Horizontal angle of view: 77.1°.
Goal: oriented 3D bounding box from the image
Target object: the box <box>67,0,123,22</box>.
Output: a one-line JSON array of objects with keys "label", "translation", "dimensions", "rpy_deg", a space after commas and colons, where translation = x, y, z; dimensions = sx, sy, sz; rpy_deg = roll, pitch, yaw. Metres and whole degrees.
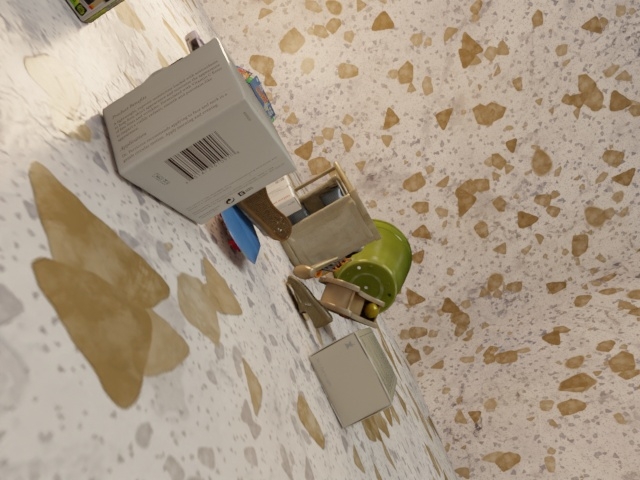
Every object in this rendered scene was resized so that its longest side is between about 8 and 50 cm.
[{"label": "box", "translation": [-0.368, -0.448, 0.582], "dimensions": [0.206, 0.114, 0.036], "rpy_deg": [58, 7, -24]}]

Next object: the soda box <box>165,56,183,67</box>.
[{"label": "soda box", "translation": [-0.293, -0.334, 0.937], "dimensions": [0.168, 0.053, 0.060], "rpy_deg": [61, 6, 4]}]

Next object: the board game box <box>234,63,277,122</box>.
[{"label": "board game box", "translation": [-0.229, -0.476, 1.301], "dimensions": [0.136, 0.035, 0.201], "rpy_deg": [34, -10, 20]}]

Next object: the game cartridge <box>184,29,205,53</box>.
[{"label": "game cartridge", "translation": [-0.348, -0.538, 1.392], "dimensions": [0.230, 0.068, 0.354], "rpy_deg": [43, 19, -58]}]

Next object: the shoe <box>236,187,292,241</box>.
[{"label": "shoe", "translation": [-0.133, -0.077, 0.780], "dimensions": [0.058, 0.076, 0.219], "rpy_deg": [9, -36, 40]}]

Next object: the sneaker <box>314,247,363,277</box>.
[{"label": "sneaker", "translation": [0.048, 0.057, 1.272], "dimensions": [0.084, 0.215, 0.083], "rpy_deg": [-7, 78, -55]}]

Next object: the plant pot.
[{"label": "plant pot", "translation": [0.201, 0.130, 1.682], "dimensions": [0.366, 0.367, 0.353], "rpy_deg": [60, 19, -10]}]

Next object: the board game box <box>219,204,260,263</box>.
[{"label": "board game box", "translation": [-0.159, -0.023, 0.736], "dimensions": [0.168, 0.033, 0.133], "rpy_deg": [-96, 161, -71]}]

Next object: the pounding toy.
[{"label": "pounding toy", "translation": [0.072, 0.124, 1.055], "dimensions": [0.270, 0.154, 0.154], "rpy_deg": [29, -13, -35]}]

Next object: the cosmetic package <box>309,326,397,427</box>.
[{"label": "cosmetic package", "translation": [0.090, 0.297, 0.926], "dimensions": [0.160, 0.113, 0.309], "rpy_deg": [63, 7, 16]}]

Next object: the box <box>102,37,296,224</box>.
[{"label": "box", "translation": [-0.159, -0.138, 0.562], "dimensions": [0.119, 0.181, 0.182], "rpy_deg": [65, 7, 24]}]

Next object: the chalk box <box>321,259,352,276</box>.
[{"label": "chalk box", "translation": [0.000, 0.000, 1.418], "dimensions": [0.212, 0.132, 0.132], "rpy_deg": [63, 6, 15]}]

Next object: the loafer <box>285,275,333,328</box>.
[{"label": "loafer", "translation": [-0.035, 0.142, 0.926], "dimensions": [0.148, 0.050, 0.056], "rpy_deg": [47, -2, 19]}]

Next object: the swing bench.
[{"label": "swing bench", "translation": [0.005, -0.063, 1.194], "dimensions": [0.165, 0.253, 0.254], "rpy_deg": [56, 8, -38]}]

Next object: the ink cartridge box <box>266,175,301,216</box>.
[{"label": "ink cartridge box", "translation": [-0.123, -0.127, 1.164], "dimensions": [0.056, 0.099, 0.135], "rpy_deg": [56, 9, -48]}]
